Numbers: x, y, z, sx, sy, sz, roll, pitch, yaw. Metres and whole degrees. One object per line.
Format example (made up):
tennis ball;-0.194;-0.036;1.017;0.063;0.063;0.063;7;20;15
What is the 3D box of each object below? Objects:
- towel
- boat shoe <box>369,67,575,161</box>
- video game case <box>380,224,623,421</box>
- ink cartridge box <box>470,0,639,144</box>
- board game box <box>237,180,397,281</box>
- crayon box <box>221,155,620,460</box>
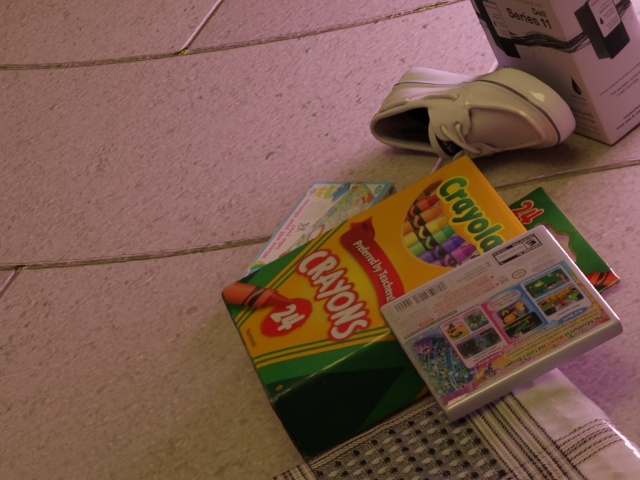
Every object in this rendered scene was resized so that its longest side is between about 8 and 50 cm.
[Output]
towel;0.083;0.209;1.371;0.312;0.056;0.324;-24;24;-4
boat shoe;0.147;-0.113;1.839;0.084;0.095;0.258;-47;25;-20
video game case;0.144;0.065;1.503;0.157;0.019;0.143;-27;40;-5
ink cartridge box;0.229;-0.211;1.786;0.087;0.208;0.153;-39;33;-16
board game box;0.000;0.000;1.838;0.103;0.026;0.154;3;43;40
crayon box;0.083;0.042;1.662;0.318;0.081;0.202;-29;31;-1
